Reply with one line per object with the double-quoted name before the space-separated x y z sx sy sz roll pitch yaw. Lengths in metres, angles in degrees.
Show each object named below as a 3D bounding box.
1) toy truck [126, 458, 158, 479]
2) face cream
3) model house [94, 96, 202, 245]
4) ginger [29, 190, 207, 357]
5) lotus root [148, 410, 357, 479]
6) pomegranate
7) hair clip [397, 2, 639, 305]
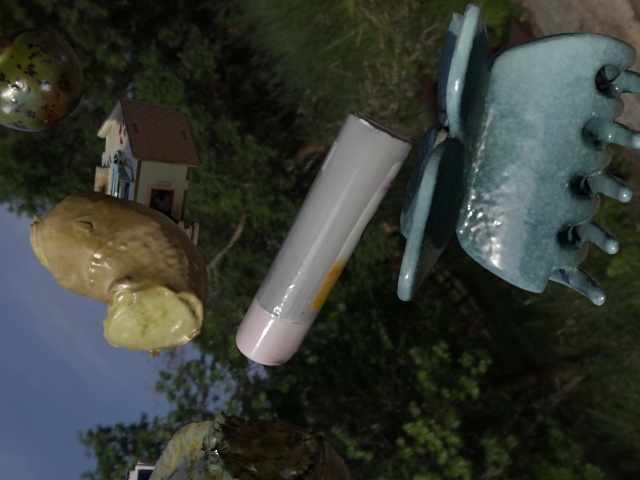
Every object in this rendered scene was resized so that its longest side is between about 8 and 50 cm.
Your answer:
"toy truck" -0.291 0.450 1.421 0.227 0.098 0.114 109 164 -64
"face cream" 0.000 0.000 0.824 0.073 0.269 0.107 31 -166 9
"model house" -0.335 -0.136 1.474 0.169 0.244 0.326 7 -168 -29
"ginger" -0.244 0.026 0.978 0.267 0.152 0.138 33 145 24
"lotus root" -0.071 0.337 0.967 0.260 0.267 0.149 120 161 -47
"pomegranate" -0.340 -0.187 0.923 0.130 0.130 0.130 60 -175 -9
"hair clip" 0.235 -0.100 0.947 0.392 0.238 0.318 -61 -18 -77
